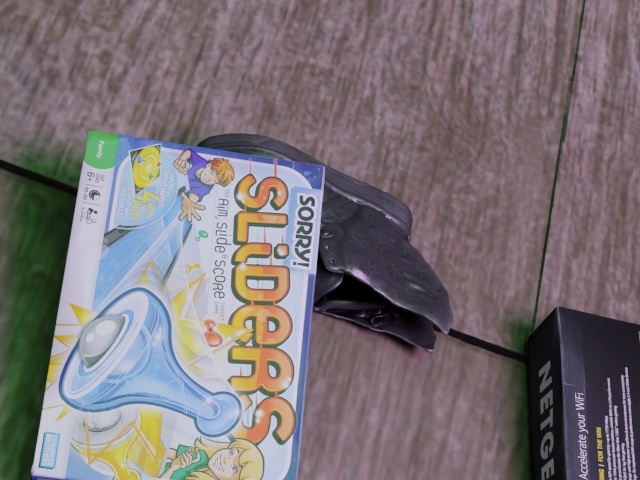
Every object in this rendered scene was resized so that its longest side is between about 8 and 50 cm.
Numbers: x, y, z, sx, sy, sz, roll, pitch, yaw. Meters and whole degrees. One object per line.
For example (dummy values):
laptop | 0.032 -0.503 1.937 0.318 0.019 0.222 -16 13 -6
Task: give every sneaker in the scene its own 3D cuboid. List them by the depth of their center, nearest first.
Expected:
sneaker | -0.001 0.001 0.944 0.170 0.051 0.089 20 49 -11

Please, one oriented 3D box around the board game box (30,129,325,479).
board game box | -0.073 0.044 0.863 0.136 0.035 0.201 8 64 -7

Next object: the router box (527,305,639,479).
router box | 0.191 0.134 0.933 0.133 0.046 0.179 14 54 -14
